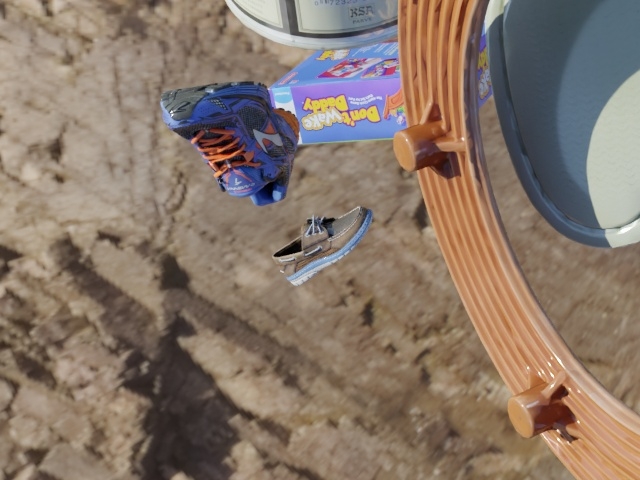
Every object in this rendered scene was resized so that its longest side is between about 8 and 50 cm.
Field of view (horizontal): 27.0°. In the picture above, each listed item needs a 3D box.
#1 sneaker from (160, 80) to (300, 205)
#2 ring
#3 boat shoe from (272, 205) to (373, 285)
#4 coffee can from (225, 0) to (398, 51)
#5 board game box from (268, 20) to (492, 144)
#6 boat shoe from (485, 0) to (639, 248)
[{"bbox_3d":[-0.070,-0.084,1.176,0.083,0.221,0.087,-8,78,22],"label":"sneaker"},{"bbox_3d":[0.113,-0.018,0.527,0.032,0.336,0.336,-20,93,-21],"label":"ring"},{"bbox_3d":[0.000,0.000,1.984,0.066,0.066,0.183,40,120,-19],"label":"boat shoe"},{"bbox_3d":[0.002,-0.308,0.985,0.202,0.201,0.275,14,145,17],"label":"coffee can"},{"bbox_3d":[0.114,-0.225,1.718,0.233,0.347,0.078,-1,114,26],"label":"board game box"},{"bbox_3d":[0.153,-0.170,0.663,0.127,0.113,0.340,-5,94,33],"label":"boat shoe"}]
